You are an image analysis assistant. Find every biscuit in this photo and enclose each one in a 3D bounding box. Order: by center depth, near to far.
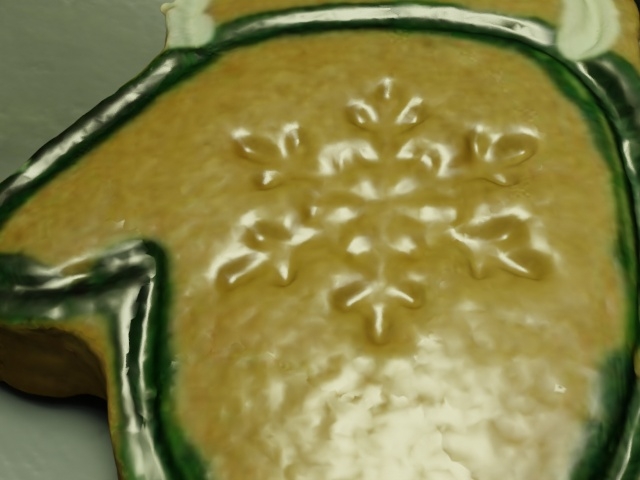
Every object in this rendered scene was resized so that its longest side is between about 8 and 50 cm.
[{"bbox_3d":[0.000,-0.001,0.616,0.287,0.057,0.344,0,51,5],"label":"biscuit"}]
